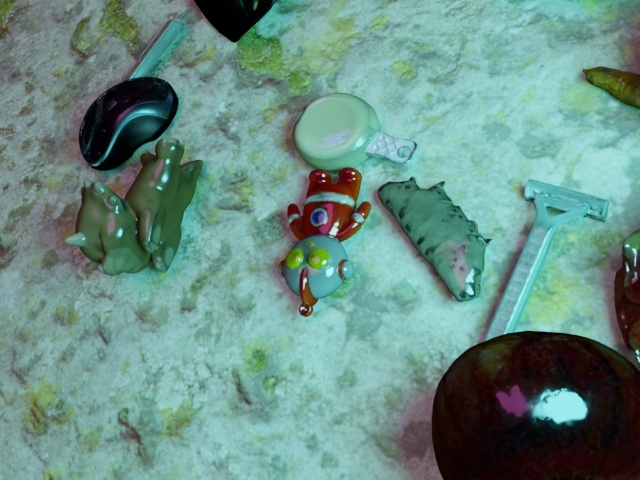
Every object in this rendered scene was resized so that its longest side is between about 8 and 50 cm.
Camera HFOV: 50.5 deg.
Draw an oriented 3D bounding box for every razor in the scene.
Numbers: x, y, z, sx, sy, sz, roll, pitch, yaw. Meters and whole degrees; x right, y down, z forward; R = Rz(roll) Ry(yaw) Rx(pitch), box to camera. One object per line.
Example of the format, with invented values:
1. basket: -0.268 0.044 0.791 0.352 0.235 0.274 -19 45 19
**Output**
1. razor: 0.264 0.050 0.874 0.111 0.056 0.277 21 77 33

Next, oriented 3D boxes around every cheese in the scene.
1. cheese: 0.057 -0.165 1.093 0.228 0.064 0.137 22 81 36

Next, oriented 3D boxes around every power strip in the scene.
1. power strip: -0.362 -0.395 1.451 0.252 0.027 0.060 -57 29 -8

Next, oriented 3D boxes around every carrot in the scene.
1. carrot: 0.462 -0.192 0.894 0.248 0.059 0.059 26 79 39

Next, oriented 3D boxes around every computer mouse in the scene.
1. computer mouse: -0.396 -0.243 1.358 0.233 0.096 0.137 -42 54 2

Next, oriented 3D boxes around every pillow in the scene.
1. pillow: 0.170 -0.019 0.963 0.093 0.051 0.241 -40 52 11

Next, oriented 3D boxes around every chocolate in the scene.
1. chocolate: -0.157 -0.557 1.310 0.186 0.283 0.283 -35 52 -14

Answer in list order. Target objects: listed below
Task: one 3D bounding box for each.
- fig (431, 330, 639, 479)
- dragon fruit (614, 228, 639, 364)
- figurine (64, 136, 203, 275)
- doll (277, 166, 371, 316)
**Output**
1. fig: 0.230 0.191 0.719 0.235 0.235 0.214 -4 41 27
2. dragon fruit: 0.389 0.031 0.724 0.152 0.205 0.316 0 65 29
3. figurine: -0.331 -0.057 1.178 0.173 0.177 0.247 10 81 13
4. doll: 0.000 0.000 1.034 0.143 0.076 0.244 0 61 29
